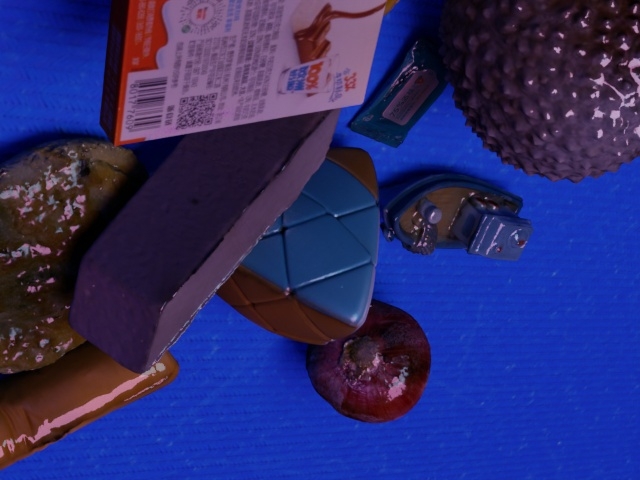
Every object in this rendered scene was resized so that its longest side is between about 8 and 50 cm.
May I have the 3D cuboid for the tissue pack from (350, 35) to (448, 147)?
[{"bbox_3d":[0.099,-0.167,1.728,0.085,0.028,0.138,19,117,-42],"label":"tissue pack"}]

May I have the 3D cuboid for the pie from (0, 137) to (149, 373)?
[{"bbox_3d":[-0.282,0.019,1.556,0.277,0.078,0.277,-22,138,-21],"label":"pie"}]

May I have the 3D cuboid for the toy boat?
[{"bbox_3d":[0.161,-0.022,1.849,0.238,0.098,0.109,7,118,-41],"label":"toy boat"}]

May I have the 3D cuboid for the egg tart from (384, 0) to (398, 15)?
[{"bbox_3d":[0.014,-0.299,1.464,0.319,0.128,0.319,-23,136,-24],"label":"egg tart"}]

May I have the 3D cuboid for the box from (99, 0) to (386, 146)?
[{"bbox_3d":[-0.057,-0.220,1.343,0.265,0.048,0.273,-11,134,-28],"label":"box"}]

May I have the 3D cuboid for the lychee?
[{"bbox_3d":[0.264,-0.206,1.620,0.300,0.300,0.300,-21,136,-22],"label":"lychee"}]

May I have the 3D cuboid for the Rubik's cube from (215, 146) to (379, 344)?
[{"bbox_3d":[0.000,0.000,1.655,0.254,0.254,0.254,-21,136,-22],"label":"Rubik's cube"}]

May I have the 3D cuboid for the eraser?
[{"bbox_3d":[-0.114,-0.033,1.548,0.352,0.111,0.077,-51,156,-17],"label":"eraser"}]

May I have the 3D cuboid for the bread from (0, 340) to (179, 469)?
[{"bbox_3d":[-0.304,0.181,1.659,0.305,0.142,0.091,-27,94,-18],"label":"bread"}]

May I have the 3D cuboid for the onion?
[{"bbox_3d":[0.067,0.155,1.903,0.159,0.159,0.195,-41,161,0],"label":"onion"}]
